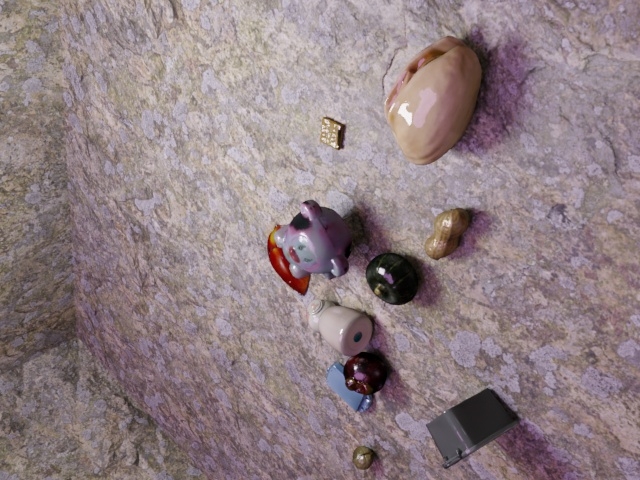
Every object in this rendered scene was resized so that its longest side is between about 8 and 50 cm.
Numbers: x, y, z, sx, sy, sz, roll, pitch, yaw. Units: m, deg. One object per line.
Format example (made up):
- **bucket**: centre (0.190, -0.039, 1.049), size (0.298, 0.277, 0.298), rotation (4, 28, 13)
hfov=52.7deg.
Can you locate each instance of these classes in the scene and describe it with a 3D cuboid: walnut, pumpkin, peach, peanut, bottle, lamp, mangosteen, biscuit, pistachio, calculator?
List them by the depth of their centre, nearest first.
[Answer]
- **pistachio**: centre (0.274, -0.329, 1.556), size (0.193, 0.214, 0.317), rotation (-101, 28, -48)
- **peanut**: centre (0.336, -0.017, 1.739), size (0.089, 0.089, 0.192), rotation (41, 135, 21)
- **pumpkin**: centre (0.211, 0.115, 1.907), size (0.167, 0.125, 0.167), rotation (16, 122, 27)
- **biscuit**: centre (0.033, -0.319, 1.922), size (0.081, 0.018, 0.083), rotation (30, 130, 31)
- **lamp**: centre (0.000, 0.000, 2.004), size (0.247, 0.248, 0.301), rotation (66, 161, 0)
- **mangosteen**: centre (0.143, 0.448, 2.147), size (0.153, 0.153, 0.152), rotation (24, 127, 35)
- **bottle**: centre (0.046, 0.275, 2.159), size (0.237, 0.148, 0.147), rotation (26, 129, 44)
- **peach**: centre (-0.124, 0.082, 2.274), size (0.189, 0.068, 0.279), rotation (-5, 108, 49)
- **calculator**: centre (0.098, 0.527, 2.320), size (0.210, 0.039, 0.121), rotation (38, 133, 25)
- **walnut**: centre (0.157, 0.804, 2.386), size (0.092, 0.092, 0.092), rotation (24, 127, 35)

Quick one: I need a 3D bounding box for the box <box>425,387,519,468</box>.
- **box**: centre (0.428, 0.531, 1.850), size (0.135, 0.244, 0.163), rotation (59, 142, 22)
